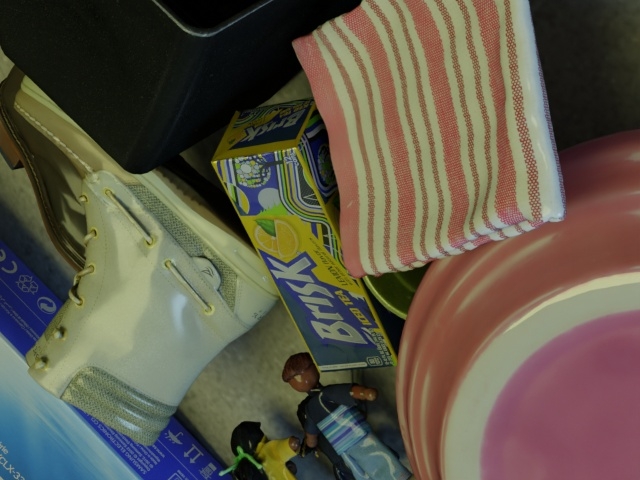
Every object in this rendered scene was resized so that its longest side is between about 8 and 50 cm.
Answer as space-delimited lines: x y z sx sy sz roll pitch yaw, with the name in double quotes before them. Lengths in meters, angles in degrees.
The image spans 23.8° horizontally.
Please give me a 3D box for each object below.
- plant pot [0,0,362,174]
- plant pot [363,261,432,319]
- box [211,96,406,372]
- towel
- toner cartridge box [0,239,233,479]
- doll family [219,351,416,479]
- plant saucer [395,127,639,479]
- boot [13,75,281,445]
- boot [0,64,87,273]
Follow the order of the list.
"plant pot" -0.088 -0.154 0.875 0.187 0.188 0.167 43 142 14
"plant pot" 0.074 -0.004 0.870 0.083 0.079 0.083 15 117 31
"box" 0.000 0.000 0.901 0.059 0.054 0.169 -8 127 26
"towel" 0.049 -0.062 0.760 0.197 0.029 0.144 -21 80 62
"toner cartridge box" -0.222 0.133 1.119 0.348 0.075 0.165 45 123 4
"doll family" -0.007 0.144 1.003 0.193 0.076 0.111 -43 77 35
"plant saucer" 0.193 0.108 0.774 0.332 0.084 0.332 9 119 16
"boot" -0.142 0.012 0.958 0.213 0.077 0.165 40 103 -2
"boot" -0.137 -0.047 1.009 0.219 0.082 0.106 50 132 12
